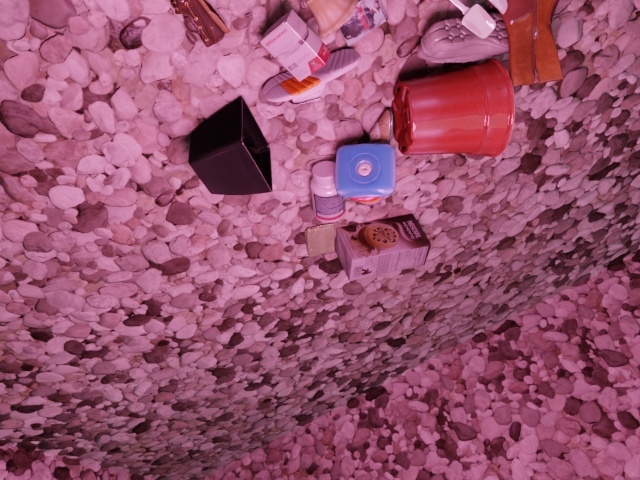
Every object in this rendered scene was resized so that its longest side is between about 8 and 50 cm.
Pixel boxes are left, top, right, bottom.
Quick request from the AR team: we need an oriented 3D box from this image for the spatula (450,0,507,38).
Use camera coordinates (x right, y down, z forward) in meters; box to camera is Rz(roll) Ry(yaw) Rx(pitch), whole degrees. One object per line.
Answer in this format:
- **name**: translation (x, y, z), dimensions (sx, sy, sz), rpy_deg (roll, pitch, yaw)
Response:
- **spatula**: translation (0.367, -0.628, 1.181), dimensions (0.242, 0.019, 0.168), rpy_deg (31, 120, -18)

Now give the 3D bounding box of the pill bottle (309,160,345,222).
- **pill bottle**: translation (0.023, -0.153, 1.523), dimensions (0.108, 0.107, 0.180), rpy_deg (-16, 139, -8)

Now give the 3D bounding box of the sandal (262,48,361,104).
- **sandal**: translation (-0.014, -0.400, 1.253), dimensions (0.266, 0.101, 0.076), rpy_deg (-23, 144, -1)

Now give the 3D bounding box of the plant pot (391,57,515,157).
- **plant pot**: translation (0.350, -0.354, 1.365), dimensions (0.265, 0.272, 0.272), rpy_deg (-7, 137, -5)

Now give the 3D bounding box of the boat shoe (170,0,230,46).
- **boat shoe**: translation (-0.280, -0.505, 1.044), dimensions (0.073, 0.073, 0.207), rpy_deg (-33, 138, 9)

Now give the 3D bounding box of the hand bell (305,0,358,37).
- **hand bell**: translation (-0.041, -0.580, 1.073), dimensions (0.126, 0.126, 0.242), rpy_deg (-42, 123, 20)

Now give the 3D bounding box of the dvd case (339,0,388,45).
- **dvd case**: translation (0.101, -0.551, 1.211), dimensions (0.120, 0.013, 0.087), rpy_deg (-32, 138, 9)

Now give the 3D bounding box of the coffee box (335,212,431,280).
- **coffee box**: translation (0.219, 0.021, 1.751), dimensions (0.298, 0.168, 0.118), rpy_deg (-12, 138, -14)

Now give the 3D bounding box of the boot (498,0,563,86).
- **boot**: translation (0.594, -0.552, 1.249), dimensions (0.264, 0.096, 0.280), rpy_deg (-15, 97, -8)

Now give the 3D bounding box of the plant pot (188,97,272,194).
- **plant pot**: translation (-0.241, -0.227, 1.285), dimensions (0.167, 0.187, 0.188), rpy_deg (-16, 140, 9)

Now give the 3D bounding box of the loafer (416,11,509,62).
- **loafer**: translation (0.405, -0.536, 1.310), dimensions (0.320, 0.111, 0.111), rpy_deg (-10, 174, -21)

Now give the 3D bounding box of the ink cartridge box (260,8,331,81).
- **ink cartridge box**: translation (-0.058, -0.459, 1.154), dimensions (0.099, 0.056, 0.135), rpy_deg (-16, 136, 45)

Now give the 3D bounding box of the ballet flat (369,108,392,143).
- **ballet flat**: translation (0.181, -0.299, 1.475), dimensions (0.067, 0.073, 0.206), rpy_deg (-5, 134, 1)

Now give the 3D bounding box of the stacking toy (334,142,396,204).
- **stacking toy**: translation (0.150, -0.172, 1.519), dimensions (0.175, 0.165, 0.302), rpy_deg (0, 169, 10)

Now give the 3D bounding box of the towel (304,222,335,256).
- **towel**: translation (0.000, 0.000, 1.735), dimensions (0.110, 0.027, 0.148), rpy_deg (-13, 138, -10)
